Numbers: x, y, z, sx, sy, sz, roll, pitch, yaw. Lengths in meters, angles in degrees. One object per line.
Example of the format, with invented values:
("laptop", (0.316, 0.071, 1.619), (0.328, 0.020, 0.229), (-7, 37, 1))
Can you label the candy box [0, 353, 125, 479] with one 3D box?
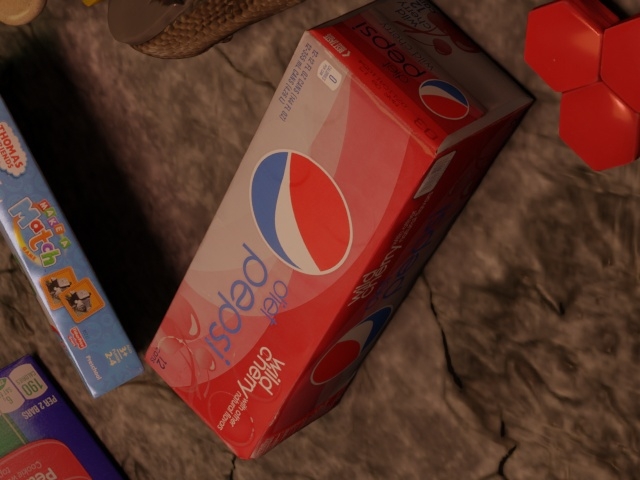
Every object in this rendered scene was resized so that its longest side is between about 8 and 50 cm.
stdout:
("candy box", (-0.220, 0.279, 1.019), (0.317, 0.268, 0.122), (52, 141, 7))

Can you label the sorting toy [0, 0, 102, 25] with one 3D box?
("sorting toy", (-0.174, -0.228, 0.798), (0.307, 0.041, 0.229), (47, 148, 25))

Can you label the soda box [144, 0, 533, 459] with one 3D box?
("soda box", (0.000, 0.000, 0.795), (0.092, 0.083, 0.263), (45, 135, 16))

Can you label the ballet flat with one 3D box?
("ballet flat", (-0.011, -0.147, 0.752), (0.250, 0.058, 0.084), (-22, 61, 42))

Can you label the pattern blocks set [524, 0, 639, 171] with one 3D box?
("pattern blocks set", (0.244, 0.003, 0.608), (0.285, 0.026, 0.324), (-25, 94, 47))

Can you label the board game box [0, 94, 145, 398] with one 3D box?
("board game box", (-0.175, -0.009, 0.932), (0.211, 0.039, 0.160), (62, 170, -4))
